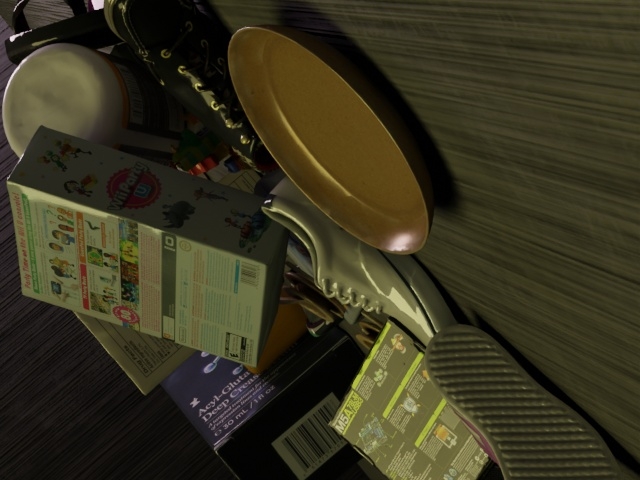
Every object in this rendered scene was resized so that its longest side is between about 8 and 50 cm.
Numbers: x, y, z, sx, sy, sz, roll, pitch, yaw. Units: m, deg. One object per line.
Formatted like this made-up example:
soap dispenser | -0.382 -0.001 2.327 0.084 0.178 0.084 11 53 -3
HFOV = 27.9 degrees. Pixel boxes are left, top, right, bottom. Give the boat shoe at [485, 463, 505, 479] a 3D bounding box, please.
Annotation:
boat shoe | 0.288 0.355 1.446 0.340 0.127 0.158 41 163 7

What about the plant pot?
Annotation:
plant pot | 0.014 -0.089 1.081 0.236 0.032 0.236 43 161 19

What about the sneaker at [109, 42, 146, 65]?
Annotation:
sneaker | -0.301 -0.226 1.884 0.101 0.106 0.267 49 178 -4

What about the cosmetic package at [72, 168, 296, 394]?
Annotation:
cosmetic package | -0.172 0.051 1.760 0.160 0.309 0.113 50 172 -1

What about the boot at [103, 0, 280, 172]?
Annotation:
boot | -0.112 -0.171 1.295 0.178 0.085 0.236 44 176 20

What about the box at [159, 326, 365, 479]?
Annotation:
box | -0.085 0.273 2.305 0.212 0.293 0.395 54 169 -25

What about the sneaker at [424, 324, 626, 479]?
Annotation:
sneaker | 0.217 0.212 1.251 0.282 0.102 0.161 57 180 35

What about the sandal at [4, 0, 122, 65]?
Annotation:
sandal | -0.347 -0.298 1.718 0.446 0.167 0.107 -159 54 -73

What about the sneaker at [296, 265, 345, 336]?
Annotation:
sneaker | -0.006 0.075 1.798 0.098 0.083 0.223 55 172 0

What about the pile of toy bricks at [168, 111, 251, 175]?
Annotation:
pile of toy bricks | -0.141 -0.118 1.571 0.118 0.105 0.212 53 170 -21

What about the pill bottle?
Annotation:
pill bottle | -0.263 -0.152 1.635 0.162 0.162 0.278 47 -167 14

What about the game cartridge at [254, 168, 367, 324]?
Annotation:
game cartridge | 0.000 0.000 1.553 0.198 0.062 0.297 45 171 7

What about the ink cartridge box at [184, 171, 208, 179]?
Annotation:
ink cartridge box | -0.296 -0.119 2.246 0.128 0.127 0.176 53 170 -21

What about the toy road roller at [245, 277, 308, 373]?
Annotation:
toy road roller | -0.140 0.084 2.100 0.240 0.202 0.329 45 175 9

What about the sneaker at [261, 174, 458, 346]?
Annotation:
sneaker | 0.041 0.032 1.349 0.258 0.091 0.094 49 171 9

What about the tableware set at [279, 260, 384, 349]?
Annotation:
tableware set | 0.030 0.103 1.540 0.194 0.039 0.128 33 169 10

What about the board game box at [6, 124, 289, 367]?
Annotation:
board game box | -0.196 0.013 1.485 0.303 0.098 0.224 17 143 5

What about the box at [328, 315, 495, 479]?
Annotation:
box | 0.116 0.200 1.446 0.184 0.045 0.191 41 130 20
